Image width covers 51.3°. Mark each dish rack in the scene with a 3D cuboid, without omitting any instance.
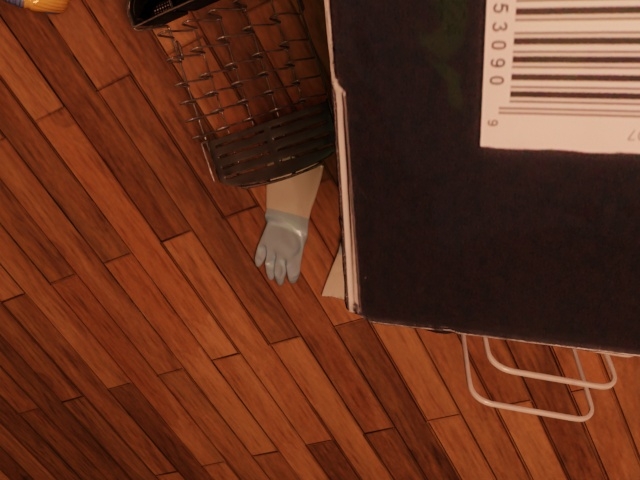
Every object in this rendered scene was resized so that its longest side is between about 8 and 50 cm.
[{"bbox_3d":[-0.095,-0.200,0.811,0.208,0.074,0.272,-14,99,23],"label":"dish rack"}]

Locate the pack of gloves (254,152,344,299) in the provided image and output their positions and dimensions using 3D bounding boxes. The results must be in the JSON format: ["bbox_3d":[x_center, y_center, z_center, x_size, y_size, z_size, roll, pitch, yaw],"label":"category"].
[{"bbox_3d":[0.000,0.000,0.982,0.194,0.046,0.232,13,125,3],"label":"pack of gloves"}]

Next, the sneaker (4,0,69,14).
[{"bbox_3d":[-0.431,-0.381,0.802,0.296,0.112,0.131,19,108,-3],"label":"sneaker"}]

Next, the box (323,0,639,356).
[{"bbox_3d":[0.201,-0.250,0.493,0.297,0.472,0.480,5,125,16],"label":"box"}]

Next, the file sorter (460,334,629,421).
[{"bbox_3d":[0.312,0.074,0.864,0.192,0.173,0.278,11,128,-4],"label":"file sorter"}]
